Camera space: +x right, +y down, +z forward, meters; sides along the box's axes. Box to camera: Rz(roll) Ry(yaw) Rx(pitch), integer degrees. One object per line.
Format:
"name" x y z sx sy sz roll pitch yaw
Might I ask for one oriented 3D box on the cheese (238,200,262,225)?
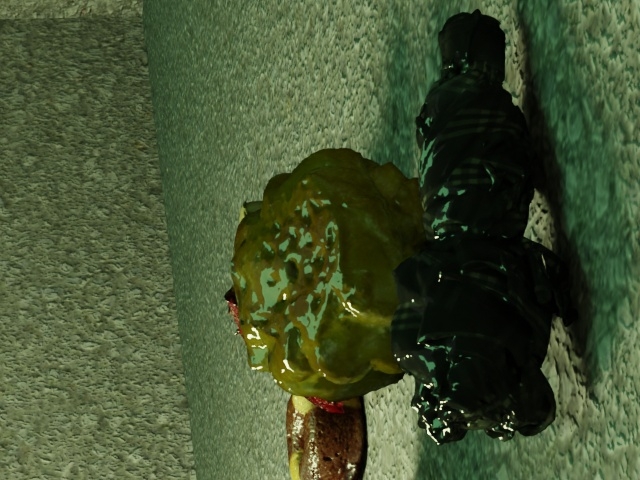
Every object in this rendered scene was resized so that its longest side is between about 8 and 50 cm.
"cheese" 0.000 0.000 1.764 0.123 0.167 0.093 159 106 -79

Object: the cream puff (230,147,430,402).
"cream puff" 0.022 0.038 1.589 0.244 0.196 0.244 177 90 -75

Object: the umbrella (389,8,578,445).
"umbrella" 0.120 -0.006 1.315 0.154 0.128 0.336 131 144 -51

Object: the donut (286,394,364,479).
"donut" 0.004 0.237 2.052 0.184 0.073 0.166 113 155 -62

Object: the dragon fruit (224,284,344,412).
"dragon fruit" -0.019 0.086 1.908 0.261 0.163 0.189 68 -146 -72
